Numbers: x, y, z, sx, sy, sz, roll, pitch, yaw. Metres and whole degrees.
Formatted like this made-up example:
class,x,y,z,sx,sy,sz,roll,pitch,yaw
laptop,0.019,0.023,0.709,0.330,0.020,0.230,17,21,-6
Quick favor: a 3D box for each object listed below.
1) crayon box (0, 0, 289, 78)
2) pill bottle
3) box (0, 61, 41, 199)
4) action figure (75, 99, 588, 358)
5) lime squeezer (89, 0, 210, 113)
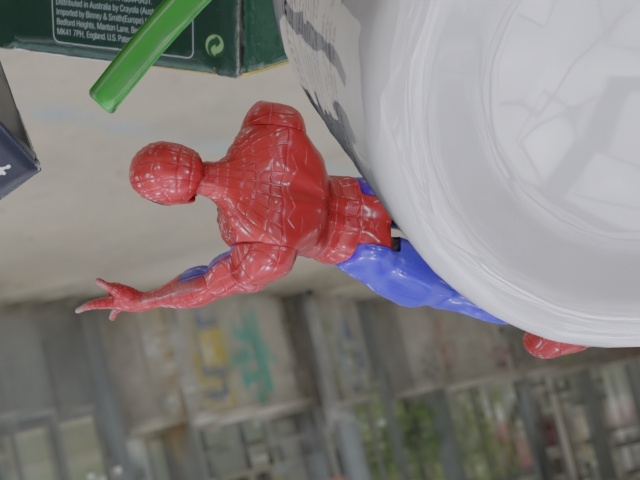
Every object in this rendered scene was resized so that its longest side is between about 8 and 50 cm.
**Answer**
class,x,y,z,sx,sy,sz,roll,pitch,yaw
crayon box,-0.051,-0.189,1.269,0.203,0.083,0.323,10,-162,30
pill bottle,0.055,-0.069,0.497,0.131,0.131,0.229,-13,-160,-6
box,-0.239,-0.072,0.540,0.184,0.103,0.261,-37,132,4
action figure,0.000,0.000,0.852,0.139,0.091,0.280,-8,163,42
lime squeezer,0.058,-0.134,0.637,0.310,0.110,0.059,-14,-162,-3
